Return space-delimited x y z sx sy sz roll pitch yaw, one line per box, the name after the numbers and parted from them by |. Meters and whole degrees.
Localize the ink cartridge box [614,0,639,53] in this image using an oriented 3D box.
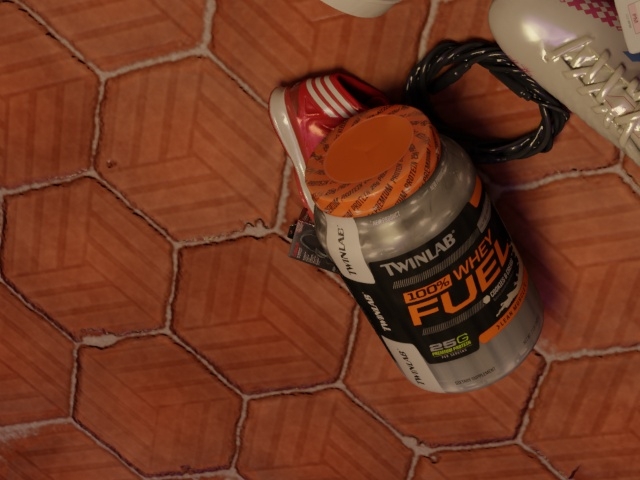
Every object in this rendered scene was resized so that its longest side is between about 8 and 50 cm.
0.368 -0.300 1.377 0.232 0.066 0.189 -19 84 55 | ink cartridge box

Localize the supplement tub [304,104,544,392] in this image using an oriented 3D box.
0.116 0.011 1.652 0.193 0.193 0.316 -13 131 25 | supplement tub

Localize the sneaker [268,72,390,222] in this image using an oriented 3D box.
0.037 -0.095 1.706 0.128 0.087 0.221 -15 119 28 | sneaker

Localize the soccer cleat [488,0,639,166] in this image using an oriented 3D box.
0.322 -0.159 1.528 0.331 0.143 0.116 32 121 -6 | soccer cleat

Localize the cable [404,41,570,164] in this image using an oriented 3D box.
0.190 -0.155 1.645 0.184 0.047 0.150 3 119 19 | cable

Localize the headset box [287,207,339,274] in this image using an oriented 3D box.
0.000 0.000 1.815 0.083 0.032 0.062 19 127 3 | headset box

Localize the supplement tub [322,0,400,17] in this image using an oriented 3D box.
0.100 -0.390 1.386 0.235 0.235 0.325 41 125 -12 | supplement tub
